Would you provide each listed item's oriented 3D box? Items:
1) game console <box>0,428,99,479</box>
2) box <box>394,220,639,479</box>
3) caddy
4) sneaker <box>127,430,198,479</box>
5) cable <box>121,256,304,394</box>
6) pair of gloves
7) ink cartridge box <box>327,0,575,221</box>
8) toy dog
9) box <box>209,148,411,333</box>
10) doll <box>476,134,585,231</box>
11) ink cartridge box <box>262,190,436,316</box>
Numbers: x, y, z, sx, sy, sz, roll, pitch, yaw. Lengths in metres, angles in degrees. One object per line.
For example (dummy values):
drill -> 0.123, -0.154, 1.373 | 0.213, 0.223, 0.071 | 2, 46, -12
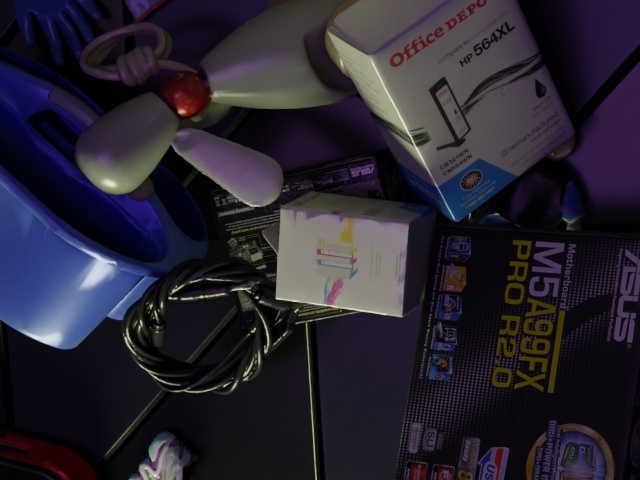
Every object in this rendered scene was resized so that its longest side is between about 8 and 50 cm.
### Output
game console -> -0.427, 0.359, 1.979 | 0.386, 0.060, 0.342 | 12, 108, 18
box -> 0.190, 0.124, 1.608 | 0.216, 0.060, 0.270 | 5, 79, 29
caddy -> -0.267, -0.059, 1.752 | 0.341, 0.241, 0.179 | 41, 113, 8
sneaker -> -0.162, 0.256, 1.872 | 0.069, 0.038, 0.098 | 34, 108, 12
cable -> -0.114, 0.088, 1.705 | 0.184, 0.150, 0.047 | -42, 40, 34
pair of gloves -> -0.240, -0.279, 1.822 | 0.198, 0.023, 0.159 | -28, 89, 22
ink cartridge box -> 0.120, -0.144, 1.606 | 0.148, 0.086, 0.203 | -37, 126, -8
toy dog -> -0.057, -0.130, 1.691 | 0.333, 0.220, 0.161 | -20, 128, 10
box -> 0.000, 0.000, 1.753 | 0.180, 0.077, 0.147 | -12, 95, 21
doll -> 0.187, -0.029, 1.701 | 0.129, 0.046, 0.189 | 30, 107, 11
ink cartridge box -> 0.024, 0.010, 1.655 | 0.143, 0.092, 0.090 | 7, 103, 19
